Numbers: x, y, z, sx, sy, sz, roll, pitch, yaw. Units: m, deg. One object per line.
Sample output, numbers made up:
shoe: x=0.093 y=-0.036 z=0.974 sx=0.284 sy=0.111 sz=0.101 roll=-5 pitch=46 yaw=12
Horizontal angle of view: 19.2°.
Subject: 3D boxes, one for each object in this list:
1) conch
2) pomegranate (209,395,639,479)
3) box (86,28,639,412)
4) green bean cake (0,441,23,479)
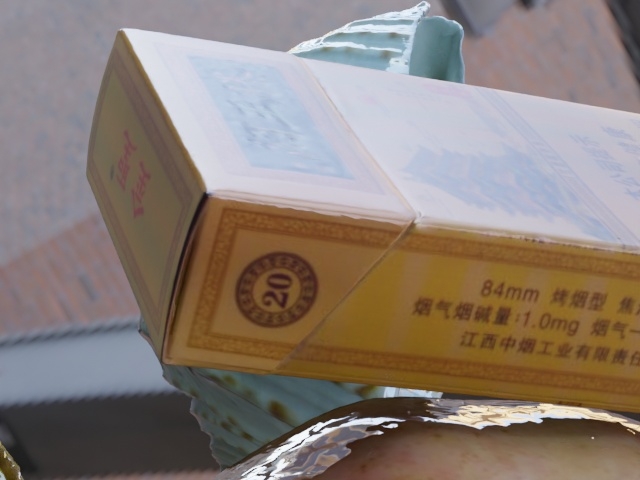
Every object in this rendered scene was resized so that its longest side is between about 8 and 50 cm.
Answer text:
conch: x=-0.017 y=0.003 z=1.228 sx=0.303 sy=0.215 sz=0.319 roll=50 pitch=43 yaw=-86
pomegranate: x=0.067 y=0.211 z=0.762 sx=0.338 sy=0.338 sz=0.338 roll=55 pitch=-13 yaw=20
box: x=0.054 y=-0.006 z=0.781 sx=0.174 sy=0.274 sz=0.076 roll=-124 pitch=-135 yaw=-61
green bean cake: x=-0.186 y=0.220 z=0.969 sx=0.224 sy=0.131 sz=0.229 roll=77 pitch=-11 yaw=-51
